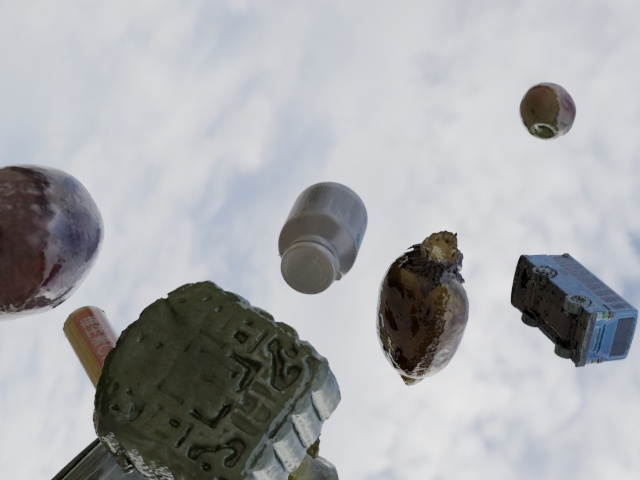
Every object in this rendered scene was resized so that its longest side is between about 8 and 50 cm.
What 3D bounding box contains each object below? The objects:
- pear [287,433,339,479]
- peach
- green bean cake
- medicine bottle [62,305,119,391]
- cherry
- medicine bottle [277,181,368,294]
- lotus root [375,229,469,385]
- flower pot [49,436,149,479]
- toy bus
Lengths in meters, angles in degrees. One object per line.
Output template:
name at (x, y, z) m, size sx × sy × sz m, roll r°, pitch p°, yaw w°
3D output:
pear at (-0.088, 0.525, 2.313) m, size 0.287 × 0.287 × 0.375 m, roll 13°, pitch -107°, yaw 60°
peach at (0.316, -0.181, 1.729) m, size 0.083 × 0.083 × 0.083 m, roll -26°, pitch -122°, yaw 53°
green bean cake at (-0.120, 0.173, 1.344) m, size 0.227 × 0.125 × 0.222 m, roll 26°, pitch -110°, yaw 26°
medicine bottle at (-0.379, 0.261, 2.310) m, size 0.426 × 0.108 × 0.108 m, roll 43°, pitch -63°, yaw 52°
cherry at (-0.373, 0.003, 1.534) m, size 0.213 × 0.183 × 0.266 m, roll -39°, pitch -146°, yaw -10°
medicine bottle at (0.000, 0.000, 2.080) m, size 0.135 × 0.135 × 0.215 m, roll -59°, pitch -176°, yaw 30°
lotus root at (0.167, 0.131, 2.104) m, size 0.169 × 0.141 × 0.314 m, roll -126°, pitch -145°, yaw -48°
flower pot at (-0.293, 0.357, 1.663) m, size 0.140 × 0.235 × 0.235 m, roll 47°, pitch -47°, yaw 2°
toy bus at (0.349, 0.092, 1.727) m, size 0.184 × 0.106 × 0.090 m, roll -130°, pitch -139°, yaw -55°
